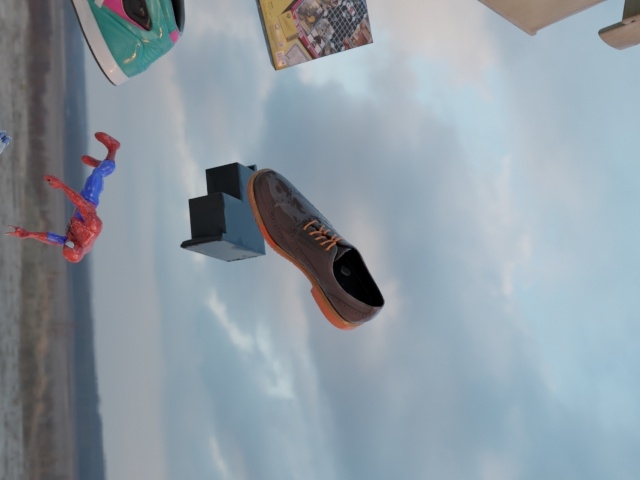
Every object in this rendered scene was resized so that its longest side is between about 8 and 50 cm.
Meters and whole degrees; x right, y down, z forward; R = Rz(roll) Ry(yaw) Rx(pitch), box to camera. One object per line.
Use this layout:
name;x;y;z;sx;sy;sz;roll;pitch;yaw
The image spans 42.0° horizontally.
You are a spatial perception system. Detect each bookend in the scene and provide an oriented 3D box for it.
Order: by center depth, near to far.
bookend;-0.157;-0.056;1.319;0.157;0.072;0.156;22;59;-67

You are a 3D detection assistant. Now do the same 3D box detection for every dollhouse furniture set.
dollhouse furniture set;0.398;-0.475;1.243;0.198;0.286;0.303;-12;-119;55

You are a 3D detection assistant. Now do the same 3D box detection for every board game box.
board game box;-0.022;-0.396;1.255;0.042;0.165;0.243;-117;-168;-58

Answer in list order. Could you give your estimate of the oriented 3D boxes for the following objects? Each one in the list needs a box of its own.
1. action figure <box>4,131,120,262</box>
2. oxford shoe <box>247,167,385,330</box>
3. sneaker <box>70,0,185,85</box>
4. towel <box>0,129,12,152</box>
action figure;-0.409;-0.076;1.340;0.091;0.139;0.280;-52;-150;33
oxford shoe;0.000;0.000;1.193;0.271;0.097;0.098;52;-32;-2
sneaker;-0.283;-0.394;1.209;0.124;0.178;0.296;-51;117;-87
towel;-0.685;-0.099;1.429;0.285;0.209;0.034;-68;149;-47
